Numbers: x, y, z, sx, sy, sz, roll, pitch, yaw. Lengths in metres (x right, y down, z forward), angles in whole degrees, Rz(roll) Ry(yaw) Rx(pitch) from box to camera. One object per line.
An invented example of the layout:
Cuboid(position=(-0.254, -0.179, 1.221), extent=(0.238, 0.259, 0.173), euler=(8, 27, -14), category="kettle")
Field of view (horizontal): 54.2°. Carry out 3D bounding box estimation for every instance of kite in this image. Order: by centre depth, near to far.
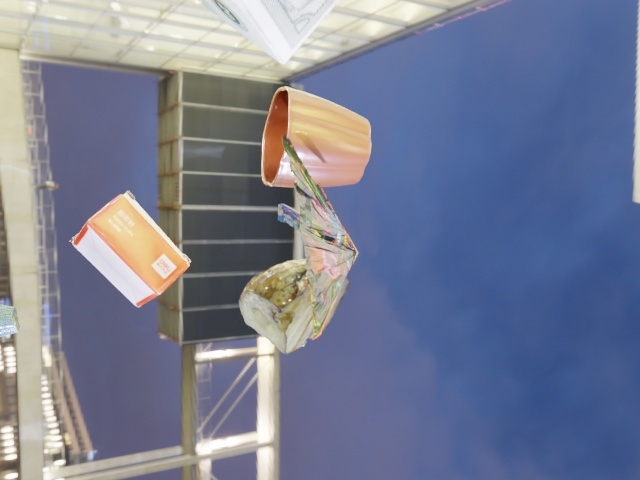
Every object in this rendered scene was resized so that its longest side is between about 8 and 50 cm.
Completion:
Cuboid(position=(0.000, 0.000, 0.947), extent=(0.016, 0.234, 0.321), euler=(-19, -113, 25), category="kite")

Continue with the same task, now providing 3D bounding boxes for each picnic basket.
Cuboid(position=(-0.436, 0.104, 0.808), extent=(0.083, 0.083, 0.065), euler=(107, -26, -49), category="picnic basket")

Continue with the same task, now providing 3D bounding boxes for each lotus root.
Cuboid(position=(-0.062, 0.119, 1.304), extent=(0.142, 0.210, 0.314), euler=(48, -33, 19), category="lotus root")

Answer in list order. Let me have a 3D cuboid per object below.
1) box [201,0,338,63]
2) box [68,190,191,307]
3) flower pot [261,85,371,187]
Cuboid(position=(-0.062, -0.239, 0.355), extent=(0.256, 0.069, 0.164), euler=(42, -89, 23), category="box")
Cuboid(position=(-0.343, 0.019, 1.134), extent=(0.182, 0.099, 0.133), euler=(47, -37, -9), category="box")
Cuboid(position=(-0.006, -0.178, 1.159), extent=(0.190, 0.173, 0.191), euler=(-172, -90, -73), category="flower pot")
